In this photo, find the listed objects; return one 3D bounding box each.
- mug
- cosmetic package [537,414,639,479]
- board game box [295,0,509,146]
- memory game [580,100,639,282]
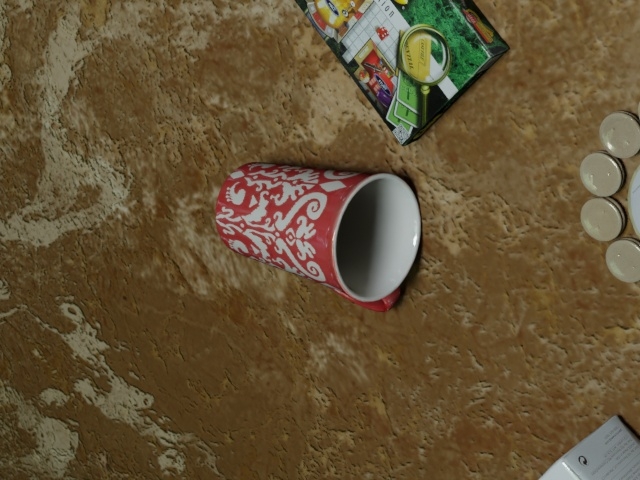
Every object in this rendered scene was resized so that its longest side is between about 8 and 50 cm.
[{"bbox_3d":[-0.007,0.001,1.175,0.169,0.113,0.150,14,117,43],"label":"mug"},{"bbox_3d":[0.239,0.372,1.129,0.284,0.097,0.377,49,136,17],"label":"cosmetic package"},{"bbox_3d":[0.037,-0.220,1.082,0.260,0.030,0.136,54,134,9],"label":"board game box"},{"bbox_3d":[0.276,-0.026,0.958,0.186,0.012,0.186,20,122,36],"label":"memory game"}]
